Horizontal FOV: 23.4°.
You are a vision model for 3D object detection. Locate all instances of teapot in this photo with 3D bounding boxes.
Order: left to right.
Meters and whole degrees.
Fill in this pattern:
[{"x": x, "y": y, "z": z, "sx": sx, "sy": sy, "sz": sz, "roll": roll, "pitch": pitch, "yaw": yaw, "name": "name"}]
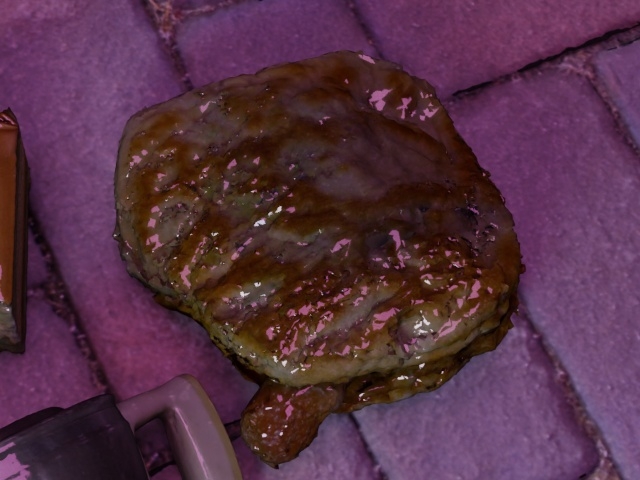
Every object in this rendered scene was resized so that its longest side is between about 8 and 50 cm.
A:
[{"x": -0.231, "y": 0.279, "z": 1.437, "sx": 0.240, "sy": 0.321, "sz": 0.239, "roll": -30, "pitch": 86, "yaw": 24, "name": "teapot"}]

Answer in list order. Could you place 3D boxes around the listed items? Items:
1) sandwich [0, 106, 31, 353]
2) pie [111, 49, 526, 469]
[{"x": -0.346, "y": 0.012, "z": 1.546, "sx": 0.227, "sy": 0.155, "sz": 0.198, "roll": -35, "pitch": 75, "yaw": -18, "name": "sandwich"}, {"x": 0.000, "y": -0.023, "z": 1.584, "sx": 0.395, "sy": 0.180, "sz": 0.418, "roll": -25, "pitch": 63, "yaw": -15, "name": "pie"}]
